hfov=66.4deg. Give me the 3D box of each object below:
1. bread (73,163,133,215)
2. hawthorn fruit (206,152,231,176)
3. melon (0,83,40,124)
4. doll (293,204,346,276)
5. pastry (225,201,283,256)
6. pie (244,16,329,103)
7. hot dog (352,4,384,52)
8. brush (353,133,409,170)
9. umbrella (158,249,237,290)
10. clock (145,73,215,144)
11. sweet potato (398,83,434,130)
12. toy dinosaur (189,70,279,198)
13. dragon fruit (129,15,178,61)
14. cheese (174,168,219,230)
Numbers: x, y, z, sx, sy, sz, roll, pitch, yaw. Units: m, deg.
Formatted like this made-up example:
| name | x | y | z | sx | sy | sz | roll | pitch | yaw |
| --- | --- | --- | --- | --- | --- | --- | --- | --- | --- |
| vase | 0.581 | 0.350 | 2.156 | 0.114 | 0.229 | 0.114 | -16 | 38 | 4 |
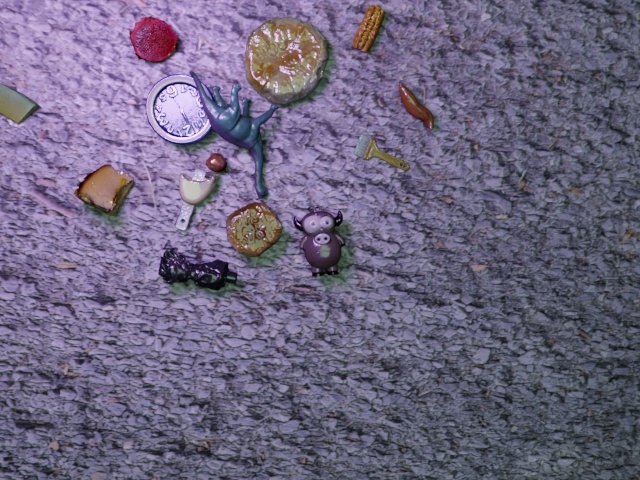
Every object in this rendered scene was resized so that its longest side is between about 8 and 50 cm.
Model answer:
| name | x | y | z | sx | sy | sz | roll | pitch | yaw |
| --- | --- | --- | --- | --- | --- | --- | --- | --- | --- |
| bread | -0.721 | -0.165 | 1.622 | 0.140 | 0.160 | 0.169 | 30 | 93 | -10 |
| hawthorn fruit | -0.349 | -0.259 | 1.710 | 0.103 | 0.067 | 0.066 | 40 | 91 | -21 |
| melon | -1.060 | -0.465 | 1.608 | 0.262 | 0.053 | 0.114 | 22 | 113 | -6 |
| doll | 0.000 | 0.001 | 1.760 | 0.182 | 0.117 | 0.257 | -6 | 101 | -1 |
| pastry | -0.238 | -0.041 | 1.735 | 0.192 | 0.093 | 0.182 | -39 | 100 | -5 |
| pie | -0.123 | -0.620 | 1.682 | 0.307 | 0.071 | 0.306 | 0 | 95 | -5 |
| hot dog | 0.171 | -0.744 | 1.715 | 0.071 | 0.045 | 0.165 | 24 | 95 | -8 |
| brush | 0.230 | -0.313 | 1.800 | 0.218 | 0.010 | 0.082 | 22 | 94 | -11 |
| umbrella | -0.431 | 0.114 | 1.731 | 0.273 | 0.110 | 0.122 | 11 | 96 | -13 |
| clock | -0.469 | -0.441 | 1.660 | 0.231 | 0.083 | 0.230 | -1 | 99 | -9 |
| sweet potato | 0.343 | -0.482 | 1.771 | 0.202 | 0.058 | 0.055 | 44 | 48 | -15 |
| toy dinosaur | -0.299 | -0.336 | 1.637 | 0.384 | 0.129 | 0.330 | 12 | 92 | -39 |
| dragon fruit | -0.564 | -0.678 | 1.612 | 0.153 | 0.153 | 0.111 | -32 | 58 | -2 |
| cheese | -0.453 | -0.145 | 1.716 | 0.127 | 0.050 | 0.235 | 20 | 102 | -10 |
